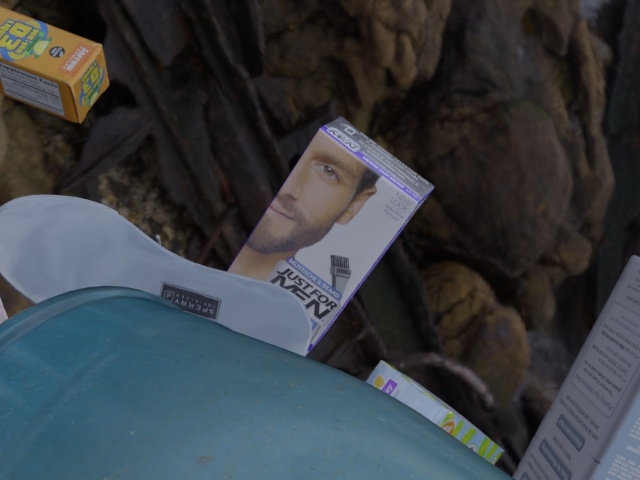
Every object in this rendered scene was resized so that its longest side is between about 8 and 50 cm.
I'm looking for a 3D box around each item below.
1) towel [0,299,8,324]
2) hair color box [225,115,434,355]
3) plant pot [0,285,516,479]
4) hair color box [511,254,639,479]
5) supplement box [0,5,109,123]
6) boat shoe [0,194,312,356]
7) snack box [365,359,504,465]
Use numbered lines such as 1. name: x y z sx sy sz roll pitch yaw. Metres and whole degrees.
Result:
1. towel: -0.461 0.197 0.991 0.332 0.053 0.317 -36 136 -31
2. hair color box: 0.000 0.000 1.473 0.185 0.339 0.110 37 25 6
3. plant pot: -0.014 0.178 0.392 0.272 0.255 0.271 -34 129 -54
4. hair color box: 0.339 0.217 1.064 0.114 0.185 0.374 26 96 -5
5. supplement box: -0.369 -0.221 1.111 0.233 0.080 0.078 22 57 7
6. boat shoe: -0.161 0.050 0.891 0.306 0.105 0.113 17 69 -16
7. snack box: 0.050 0.199 0.733 0.174 0.070 0.207 -53 153 -4
